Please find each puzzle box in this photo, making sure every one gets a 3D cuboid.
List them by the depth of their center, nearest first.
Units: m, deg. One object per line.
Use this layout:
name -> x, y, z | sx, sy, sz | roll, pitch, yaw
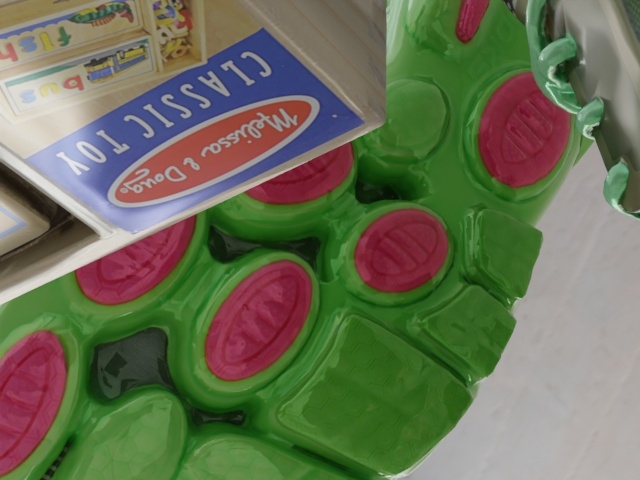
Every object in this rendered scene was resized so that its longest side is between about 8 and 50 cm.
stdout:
puzzle box -> -0.222, -0.044, 0.427 | 0.409, 0.052, 0.272 | -24, 136, 29

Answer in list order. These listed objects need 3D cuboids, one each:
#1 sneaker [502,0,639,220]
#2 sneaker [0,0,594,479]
sneaker -> 0.138, -0.073, 0.547 | 0.182, 0.158, 0.410 | -4, 72, 46
sneaker -> 0.000, 0.000, 0.748 | 0.185, 0.483, 0.202 | 47, 138, -2
